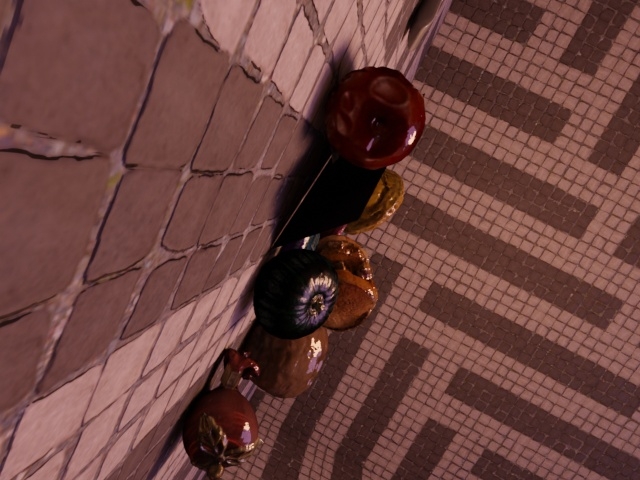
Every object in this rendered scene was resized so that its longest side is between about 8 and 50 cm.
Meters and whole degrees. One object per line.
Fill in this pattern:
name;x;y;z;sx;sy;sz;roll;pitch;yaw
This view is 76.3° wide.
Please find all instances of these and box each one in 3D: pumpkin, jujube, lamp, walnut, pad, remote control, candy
pumpkin;-0.046;0.113;0.847;0.202;0.140;0.201;-29;133;-36
jujube;0.088;-0.202;0.666;0.230;0.155;0.155;-66;-178;-71
lamp;-0.205;0.360;0.841;0.215;0.151;0.223;-58;-139;23
walnut;-0.098;0.314;1.187;0.273;0.227;0.273;22;90;-86
pad;0.058;-0.139;0.812;0.248;0.007;0.367;-17;-145;48
remote control;0.318;-0.689;1.159;0.109;0.055;0.312;126;-12;-75
candy;-0.067;0.046;0.976;0.275;0.070;0.145;-58;168;-11

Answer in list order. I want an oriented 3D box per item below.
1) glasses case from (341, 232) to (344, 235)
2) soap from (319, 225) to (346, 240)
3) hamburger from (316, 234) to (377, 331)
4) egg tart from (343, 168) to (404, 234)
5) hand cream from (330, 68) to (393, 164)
glasses case;0.084;-0.081;1.507;0.266;0.105;0.056;-53;135;-18
soap;0.061;-0.114;1.196;0.289;0.112;0.182;-62;176;-16
hamburger;0.031;0.123;1.111;0.260;0.245;0.211;63;15;-45
egg tart;0.141;-0.157;1.401;0.123;0.294;0.294;49;60;-40
hand cream;0.087;-0.282;0.882;0.257;0.050;0.084;-55;173;-13
